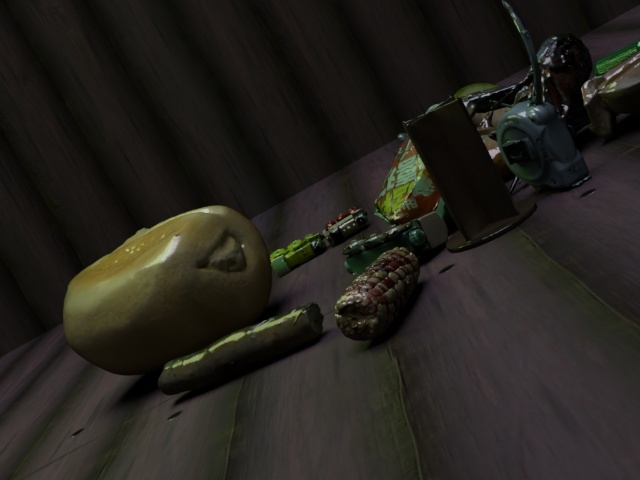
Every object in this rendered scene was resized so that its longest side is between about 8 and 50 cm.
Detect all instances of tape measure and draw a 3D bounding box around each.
[{"bbox_3d":[0.328,-0.234,1.741,0.084,0.330,0.164,-31,7,-29],"label":"tape measure"}]

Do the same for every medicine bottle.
[{"bbox_3d":[0.761,-0.434,2.334,0.309,0.076,0.111,-23,9,41],"label":"medicine bottle"}]

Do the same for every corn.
[{"bbox_3d":[0.094,0.074,1.559,0.086,0.086,0.253,-25,7,26],"label":"corn"}]

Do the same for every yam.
[{"bbox_3d":[-0.134,0.183,1.712,0.317,0.067,0.071,-24,-3,23],"label":"yam"}]

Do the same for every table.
[{"bbox_3d":[0.233,-0.119,1.725,0.167,0.227,0.167,-29,10,5],"label":"table"}]

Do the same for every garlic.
[{"bbox_3d":[0.627,-0.314,1.888,0.325,0.132,0.279,-29,9,21],"label":"garlic"}]

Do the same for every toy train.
[{"bbox_3d":[0.129,0.012,1.831,0.125,0.081,0.194,-23,0,-42],"label":"toy train"},{"bbox_3d":[0.000,0.000,2.379,0.249,0.053,0.085,-29,17,0],"label":"toy train"}]

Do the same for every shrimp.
[{"bbox_3d":[0.409,-0.249,2.121,0.445,0.085,0.272,-23,41,4],"label":"shrimp"},{"bbox_3d":[0.401,-0.241,1.978,0.372,0.137,0.172,-52,10,-21],"label":"shrimp"}]

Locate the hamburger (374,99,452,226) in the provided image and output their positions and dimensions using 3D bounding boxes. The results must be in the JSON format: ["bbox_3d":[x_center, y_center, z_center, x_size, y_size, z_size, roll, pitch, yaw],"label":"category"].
[{"bbox_3d":[0.224,-0.123,1.968,0.276,0.150,0.260,-68,17,-10],"label":"hamburger"}]

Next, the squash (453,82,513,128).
[{"bbox_3d":[0.325,-0.185,2.364,0.233,0.210,0.309,-37,-17,-34],"label":"squash"}]

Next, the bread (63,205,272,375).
[{"bbox_3d":[-0.288,0.106,2.029,0.376,0.253,0.348,-27,14,26],"label":"bread"}]
